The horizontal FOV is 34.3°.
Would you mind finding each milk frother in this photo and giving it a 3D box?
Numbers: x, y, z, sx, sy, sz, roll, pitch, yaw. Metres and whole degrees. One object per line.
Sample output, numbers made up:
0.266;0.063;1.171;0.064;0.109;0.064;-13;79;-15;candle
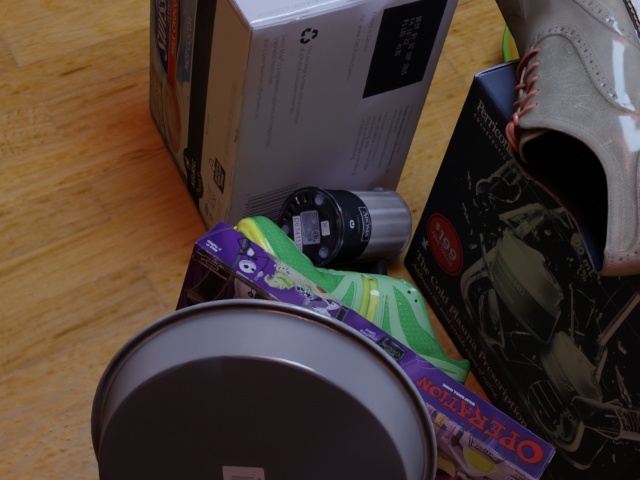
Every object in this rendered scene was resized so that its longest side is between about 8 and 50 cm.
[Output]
0.000;0.000;1.110;0.143;0.129;0.134;16;10;35;milk frother

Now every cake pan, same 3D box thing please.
-0.052;0.186;0.847;0.293;0.293;0.054;15;28;0;cake pan

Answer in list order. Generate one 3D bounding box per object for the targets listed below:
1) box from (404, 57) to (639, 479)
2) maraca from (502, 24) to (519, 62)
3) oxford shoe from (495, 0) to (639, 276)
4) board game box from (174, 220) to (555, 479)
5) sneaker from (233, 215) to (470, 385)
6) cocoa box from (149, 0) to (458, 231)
0.263;0.039;0.994;0.179;0.312;0.343;-19;61;-22;box
0.294;-0.222;1.319;0.127;0.099;0.186;-2;82;-6;maraca
0.201;-0.127;0.836;0.130;0.123;0.348;-17;59;-13;oxford shoe
0.013;0.155;0.928;0.347;0.208;0.056;33;47;13;board game box
0.027;0.075;1.009;0.295;0.109;0.123;43;61;-15;sneaker
-0.035;-0.199;1.080;0.231;0.347;0.228;-19;61;-21;cocoa box
